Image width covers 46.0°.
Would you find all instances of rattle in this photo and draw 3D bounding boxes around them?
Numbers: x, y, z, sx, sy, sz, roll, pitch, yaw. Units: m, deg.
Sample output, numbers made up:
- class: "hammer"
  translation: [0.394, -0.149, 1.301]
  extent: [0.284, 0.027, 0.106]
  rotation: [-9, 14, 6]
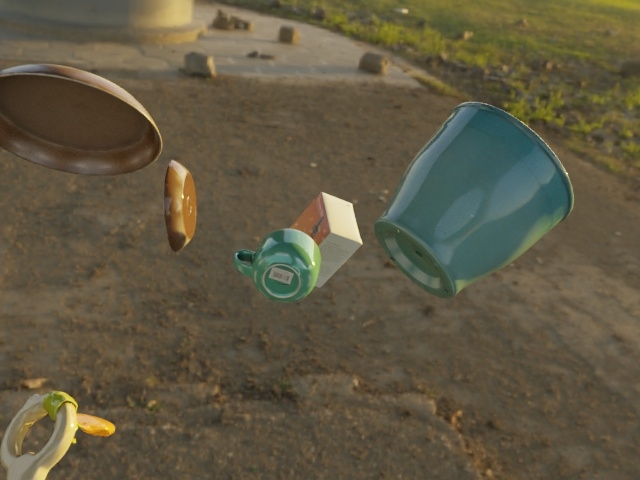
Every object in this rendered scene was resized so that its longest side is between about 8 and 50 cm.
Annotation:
- class: "rattle"
  translation: [-0.402, 0.334, 1.103]
  extent: [0.130, 0.143, 0.200]
  rotation: [0, 55, 12]

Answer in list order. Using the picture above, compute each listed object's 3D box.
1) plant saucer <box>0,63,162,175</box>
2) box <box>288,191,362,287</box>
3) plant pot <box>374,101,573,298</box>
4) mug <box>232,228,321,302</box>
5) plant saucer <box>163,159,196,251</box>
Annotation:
- class: "plant saucer"
  translation: [-0.416, -0.200, 1.250]
  extent: [0.310, 0.311, 0.050]
  rotation: [6, 67, -3]
- class: "box"
  translation: [0.000, 0.000, 1.715]
  extent: [0.091, 0.170, 0.130]
  rotation: [19, 40, -30]
- class: "plant pot"
  translation: [0.239, -0.048, 1.286]
  extent: [0.255, 0.272, 0.271]
  rotation: [-44, 44, -14]
- class: "mug"
  translation: [-0.080, 0.060, 1.450]
  extent: [0.157, 0.129, 0.097]
  rotation: [-24, 22, 17]
- class: "plant saucer"
  translation: [-0.297, -0.074, 1.619]
  extent: [0.036, 0.199, 0.199]
  rotation: [-1, 23, 3]
